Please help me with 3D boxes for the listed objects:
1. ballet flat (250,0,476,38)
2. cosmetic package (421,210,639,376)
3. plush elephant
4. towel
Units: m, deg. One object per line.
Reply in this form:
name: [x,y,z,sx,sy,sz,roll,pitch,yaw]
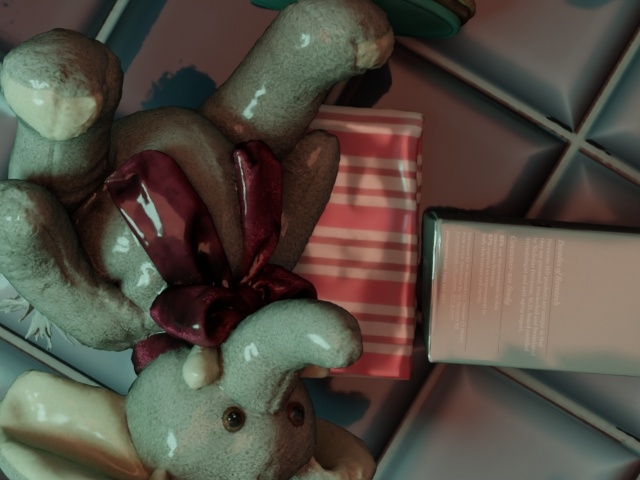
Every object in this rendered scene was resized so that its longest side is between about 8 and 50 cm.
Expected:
ballet flat: [-0.061,-0.220,0.990,0.348,0.123,0.123,8,94,1]
cosmetic package: [0.189,0.037,0.986,0.237,0.127,0.107,1,93,0]
plush elephant: [-0.072,0.044,0.901,0.255,0.271,0.330,56,132,22]
towel: [0.000,0.000,1.038,0.144,0.029,0.197,3,94,1]
